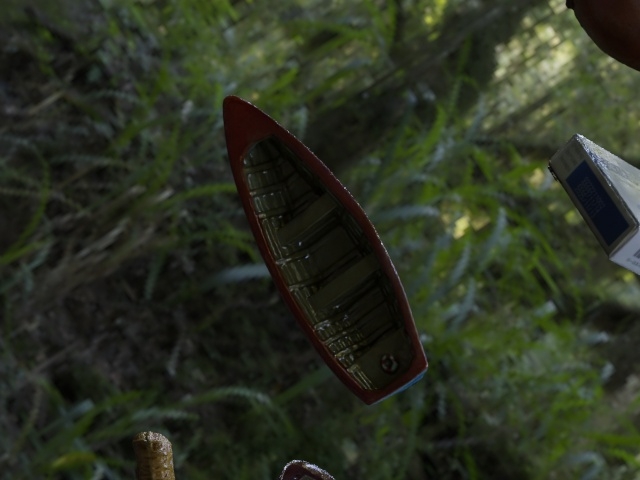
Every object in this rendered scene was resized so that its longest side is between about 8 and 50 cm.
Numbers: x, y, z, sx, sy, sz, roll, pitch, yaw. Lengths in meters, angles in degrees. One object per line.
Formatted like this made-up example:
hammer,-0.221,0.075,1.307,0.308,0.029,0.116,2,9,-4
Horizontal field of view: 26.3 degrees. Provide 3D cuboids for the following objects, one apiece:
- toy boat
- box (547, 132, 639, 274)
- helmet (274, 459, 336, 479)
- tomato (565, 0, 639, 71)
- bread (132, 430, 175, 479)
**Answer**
toy boat,0.000,0.000,1.548,0.392,0.136,0.079,60,20,18
box,0.480,-0.010,1.920,0.343,0.065,0.200,23,31,-39
helmet,-0.025,0.351,1.567,0.155,0.106,0.175,36,24,-28
tomato,0.323,-0.236,1.199,0.225,0.225,0.085,59,19,-31
bread,-0.218,0.319,1.805,0.044,0.052,0.157,-58,151,-57
